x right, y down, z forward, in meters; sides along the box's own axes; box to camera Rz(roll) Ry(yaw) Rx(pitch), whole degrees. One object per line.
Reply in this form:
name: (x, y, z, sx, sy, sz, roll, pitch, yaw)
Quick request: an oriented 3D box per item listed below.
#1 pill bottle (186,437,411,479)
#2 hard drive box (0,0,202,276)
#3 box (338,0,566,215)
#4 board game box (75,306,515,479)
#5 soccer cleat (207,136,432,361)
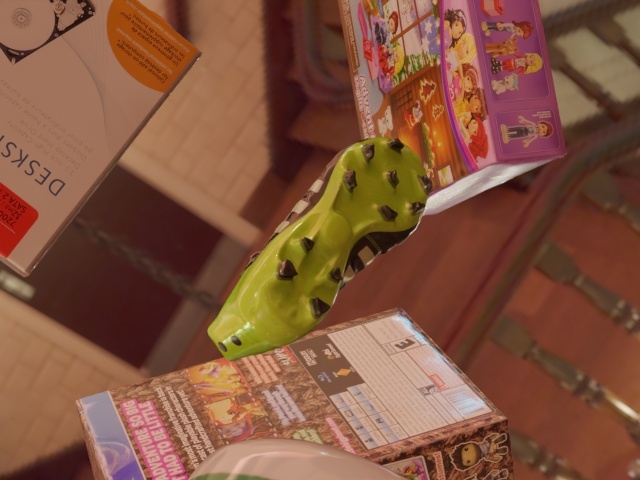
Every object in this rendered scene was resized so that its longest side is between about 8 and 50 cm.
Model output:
pill bottle: (-0.033, 0.155, 0.322, 0.117, 0.117, 0.208, -14, 33, 53)
hard drive box: (-0.240, -0.114, 1.229, 0.232, 0.181, 0.089, -54, 9, -10)
box: (0.074, -0.176, 1.047, 0.201, 0.057, 0.293, 153, 109, -67)
board game box: (-0.021, 0.191, 1.183, 0.291, 0.141, 0.232, -15, 22, -12)
soccer cleat: (0.000, 0.000, 0.796, 0.072, 0.060, 0.179, -31, 10, 41)
